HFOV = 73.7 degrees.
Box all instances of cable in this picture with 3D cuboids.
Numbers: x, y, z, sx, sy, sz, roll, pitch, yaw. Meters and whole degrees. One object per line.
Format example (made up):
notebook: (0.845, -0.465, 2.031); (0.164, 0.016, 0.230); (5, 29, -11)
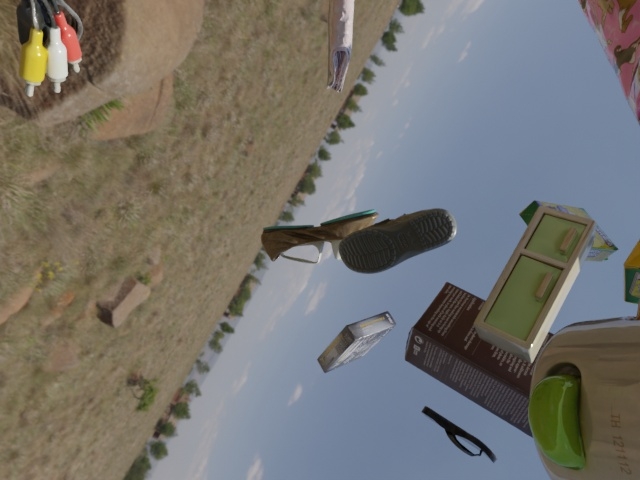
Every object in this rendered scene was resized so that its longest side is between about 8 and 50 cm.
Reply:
cable: (-0.387, -0.342, 0.612); (0.287, 0.072, 0.139); (-45, -168, 51)

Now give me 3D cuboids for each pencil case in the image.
pencil case: (0.463, -0.320, 0.585); (0.167, 0.160, 0.386); (119, -19, -53)

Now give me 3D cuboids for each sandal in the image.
sandal: (0.421, 0.607, 1.318); (0.254, 0.097, 0.054); (22, -111, 43)

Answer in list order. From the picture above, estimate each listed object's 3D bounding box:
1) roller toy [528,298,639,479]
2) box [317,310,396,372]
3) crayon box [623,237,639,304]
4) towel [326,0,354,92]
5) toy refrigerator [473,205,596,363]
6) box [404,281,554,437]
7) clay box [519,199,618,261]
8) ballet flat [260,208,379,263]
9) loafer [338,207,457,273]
roller toy: (0.307, 0.160, 0.376); (0.209, 0.191, 0.146); (-36, -179, -27)
box: (0.114, 0.329, 1.380); (0.183, 0.056, 0.231); (-10, 146, -36)
crayon box: (0.846, 0.039, 0.826); (0.313, 0.106, 0.363); (-32, -153, -34)
towel: (0.046, -0.563, 1.022); (0.317, 0.053, 0.332); (-132, -136, -87)
toy refrigerator: (0.397, 0.075, 0.788); (0.269, 0.102, 0.094); (-55, 141, -12)
box: (0.408, 0.272, 0.969); (0.191, 0.381, 0.143); (-40, 144, -36)
clay box: (0.558, -0.019, 0.945); (0.053, 0.222, 0.127); (-57, -138, 42)
ballet flat: (0.000, 0.000, 1.180); (0.116, 0.342, 0.124); (-17, 98, -78)
loafer: (0.152, 0.000, 0.843); (0.251, 0.094, 0.087); (-16, -175, 32)
